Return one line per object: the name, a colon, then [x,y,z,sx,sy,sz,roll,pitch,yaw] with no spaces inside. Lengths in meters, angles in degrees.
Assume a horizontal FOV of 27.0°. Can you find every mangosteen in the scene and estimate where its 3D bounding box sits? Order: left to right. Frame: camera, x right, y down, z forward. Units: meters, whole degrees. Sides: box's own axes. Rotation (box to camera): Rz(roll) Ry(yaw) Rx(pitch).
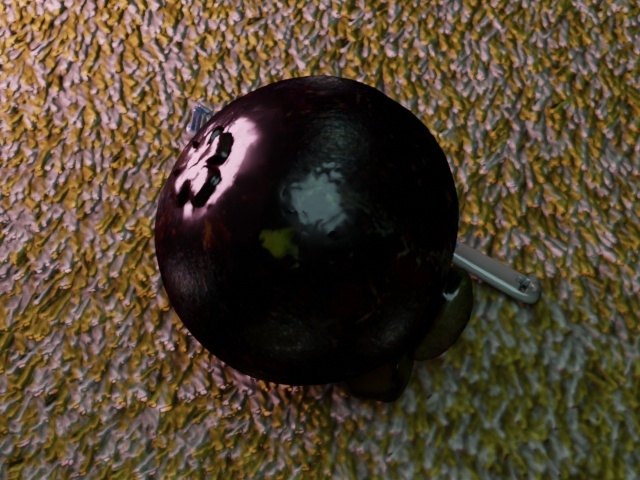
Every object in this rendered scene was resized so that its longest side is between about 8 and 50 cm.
mangosteen: [0.000,0.000,1.151,0.288,0.288,0.288,0,62,0]

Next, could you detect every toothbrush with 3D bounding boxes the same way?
toothbrush: [0.037,-0.030,1.291,0.386,0.040,0.040,29,66,10]
